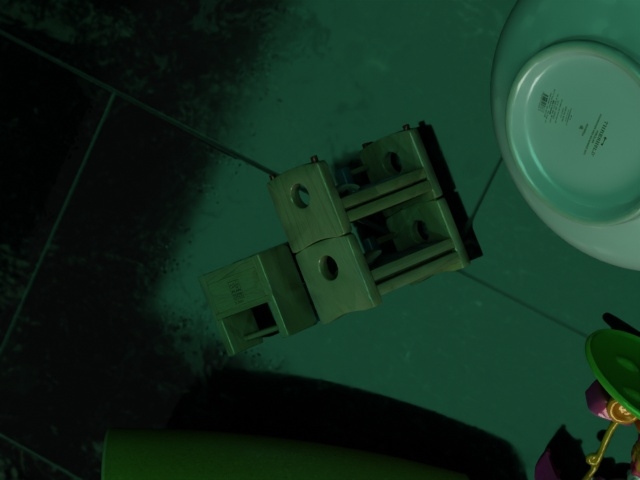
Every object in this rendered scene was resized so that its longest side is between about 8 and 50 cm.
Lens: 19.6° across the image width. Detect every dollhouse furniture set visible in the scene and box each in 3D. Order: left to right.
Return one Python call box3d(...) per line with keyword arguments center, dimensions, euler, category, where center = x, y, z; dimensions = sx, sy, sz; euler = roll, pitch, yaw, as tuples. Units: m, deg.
box3d(center=(0.000, 0.000, 1.561), dimensions=(0.183, 0.129, 0.129), euler=(-21, 90, 45), category="dollhouse furniture set")

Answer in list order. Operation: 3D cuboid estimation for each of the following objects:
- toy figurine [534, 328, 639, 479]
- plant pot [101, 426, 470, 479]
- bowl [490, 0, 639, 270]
box3d(center=(0.250, 0.182, 1.522), dimensions=(0.173, 0.130, 0.159), euler=(25, 117, -14), category="toy figurine")
box3d(center=(-0.016, 0.277, 1.523), dimensions=(0.293, 0.275, 0.275), euler=(-6, 95, -1), category="plant pot")
box3d(center=(0.235, -0.097, 1.402), dimensions=(0.297, 0.134, 0.298), euler=(17, 118, 35), category="bowl")
